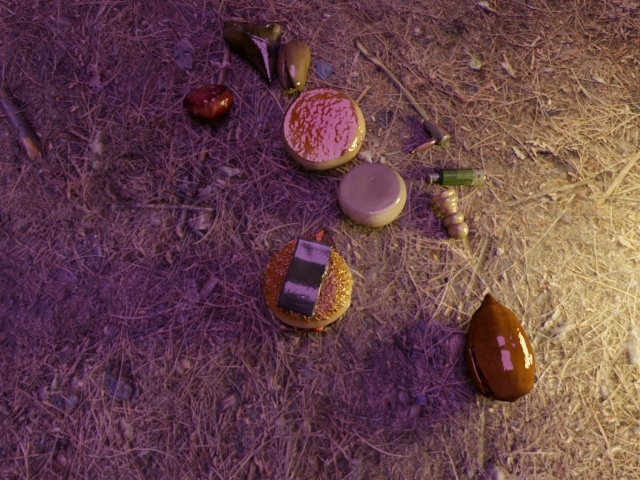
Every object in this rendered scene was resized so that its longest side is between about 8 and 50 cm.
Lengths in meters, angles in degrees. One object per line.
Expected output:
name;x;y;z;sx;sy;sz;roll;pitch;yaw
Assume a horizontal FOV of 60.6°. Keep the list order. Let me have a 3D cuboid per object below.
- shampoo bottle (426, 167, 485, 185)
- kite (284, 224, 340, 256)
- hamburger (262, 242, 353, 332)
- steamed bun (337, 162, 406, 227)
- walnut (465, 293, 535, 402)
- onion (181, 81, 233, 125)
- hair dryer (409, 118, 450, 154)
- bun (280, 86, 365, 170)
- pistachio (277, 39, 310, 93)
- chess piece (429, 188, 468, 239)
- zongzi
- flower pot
shampoo bottle;0.481;-0.225;1.958;0.204;0.065;0.065;-1;70;-5
kite;0.000;0.000;1.866;0.222;0.008;0.125;20;70;3
hamburger;-0.040;0.144;1.723;0.301;0.170;0.302;1;70;-4
steamed bun;0.176;-0.145;1.861;0.231;0.145;0.232;-4;65;8
walnut;0.547;0.328;1.693;0.208;0.209;0.337;-2;71;-5
onion;-0.395;-0.479;1.949;0.183;0.147;0.184;-7;28;4
hair dryer;0.388;-0.368;2.013;0.154;0.054;0.106;-39;73;-12
bun;0.014;-0.381;1.924;0.298;0.165;0.299;-1;83;7
pistachio;-0.096;-0.650;2.035;0.135;0.136;0.226;6;67;-2
chess piece;0.455;-0.084;1.898;0.094;0.094;0.171;-21;81;-12
zongzi;-0.267;-0.699;2.050;0.220;0.112;0.242;8;77;1
flower pot;-0.043;0.107;1.593;0.108;0.103;0.230;16;68;6
